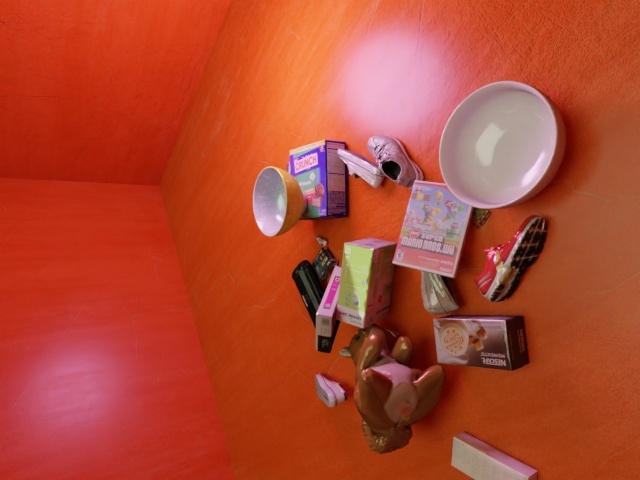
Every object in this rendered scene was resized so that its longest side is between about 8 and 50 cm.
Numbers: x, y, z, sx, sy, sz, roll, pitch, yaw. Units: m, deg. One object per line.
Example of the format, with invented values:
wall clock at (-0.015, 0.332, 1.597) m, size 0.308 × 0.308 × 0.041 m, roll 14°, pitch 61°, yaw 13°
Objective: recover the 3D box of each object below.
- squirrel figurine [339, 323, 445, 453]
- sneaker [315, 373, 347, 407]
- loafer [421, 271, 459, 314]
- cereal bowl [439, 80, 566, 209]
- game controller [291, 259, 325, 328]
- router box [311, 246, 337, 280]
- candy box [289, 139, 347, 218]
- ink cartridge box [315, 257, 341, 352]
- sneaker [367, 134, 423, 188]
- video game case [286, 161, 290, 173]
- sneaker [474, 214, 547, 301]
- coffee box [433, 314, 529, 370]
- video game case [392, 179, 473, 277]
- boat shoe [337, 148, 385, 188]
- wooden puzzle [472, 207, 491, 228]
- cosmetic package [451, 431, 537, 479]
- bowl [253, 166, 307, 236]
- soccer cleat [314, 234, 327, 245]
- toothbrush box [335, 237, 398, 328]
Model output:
squirrel figurine at (0.195, 0.488, 1.494) m, size 0.370 × 0.281 × 0.396 m, roll -135°, pitch 43°, yaw -64°
sneaker at (0.043, 0.643, 1.874) m, size 0.258 × 0.091 × 0.094 m, roll -161°, pitch 67°, yaw -72°
loafer at (0.376, 0.078, 1.413) m, size 0.112 × 0.112 × 0.319 m, roll -17°, pitch 76°, yaw 32°
cereal bowl at (0.503, -0.251, 1.195) m, size 0.339 × 0.141 × 0.338 m, roll 3°, pitch 94°, yaw 52°
game controller at (-0.035, 0.248, 1.958) m, size 0.319 × 0.067 × 0.166 m, roll 65°, pitch 153°, yaw 16°
router box at (0.015, 0.103, 1.923) m, size 0.092 × 0.038 × 0.122 m, roll 55°, pitch 132°, yaw 34°
candy box at (-0.012, -0.251, 1.876) m, size 0.268 × 0.122 × 0.316 m, roll -2°, pitch 89°, yaw 54°
ink cartridge box at (0.053, 0.238, 1.679) m, size 0.069 × 0.371 × 0.175 m, roll 7°, pitch 122°, yaw 10°
sneaker at (0.246, -0.291, 1.546) m, size 0.281 × 0.115 × 0.105 m, roll 52°, pitch 130°, yaw 37°
video game case at (-0.155, -0.265, 2.074) m, size 0.183 × 0.023 × 0.201 m, roll -116°, pitch 34°, yaw -72°
sneaker at (0.518, 0.040, 1.225) m, size 0.118 × 0.107 × 0.278 m, roll 55°, pitch 130°, yaw 48°
coffee box at (0.469, 0.296, 1.295) m, size 0.247 × 0.098 × 0.141 m, roll -11°, pitch 83°, yaw 52°
video game case at (0.357, -0.041, 1.373) m, size 0.204 × 0.025 × 0.285 m, roll 13°, pitch 84°, yaw 33°
boat shoe at (0.145, -0.282, 1.694) m, size 0.258 × 0.095 × 0.084 m, roll 42°, pitch 119°, yaw 44°
wooden puzzle at (0.488, -0.078, 1.331) m, size 0.049 × 0.006 × 0.083 m, roll 53°, pitch 131°, yaw 36°
cosmetic package at (0.507, 0.671, 1.292) m, size 0.239 × 0.061 × 0.098 m, roll 12°, pitch 103°, yaw 51°
bowl at (-0.150, -0.162, 1.835) m, size 0.290 × 0.156 × 0.289 m, roll 6°, pitch 98°, yaw 55°
soccer cleat at (0.000, 0.000, 1.947) m, size 0.083 × 0.029 × 0.035 m, roll 24°, pitch 106°, yaw 45°
toothbrush box at (0.169, 0.145, 1.571) m, size 0.122 × 0.206 × 0.283 m, roll 14°, pitch 101°, yaw 32°
